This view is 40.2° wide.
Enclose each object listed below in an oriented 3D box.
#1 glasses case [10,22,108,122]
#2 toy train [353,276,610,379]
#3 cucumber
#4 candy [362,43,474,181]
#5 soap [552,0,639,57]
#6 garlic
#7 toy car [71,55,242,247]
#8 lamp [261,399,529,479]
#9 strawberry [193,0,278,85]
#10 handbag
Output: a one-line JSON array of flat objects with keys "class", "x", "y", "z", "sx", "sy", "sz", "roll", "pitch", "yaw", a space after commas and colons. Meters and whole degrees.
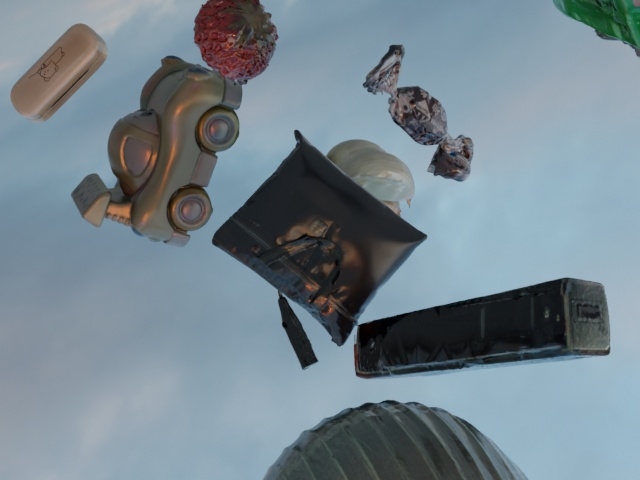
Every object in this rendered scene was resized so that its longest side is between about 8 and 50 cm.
[{"class": "glasses case", "x": -0.458, "y": -0.292, "z": 1.532, "sx": 0.196, "sy": 0.050, "sz": 0.083, "roll": -45, "pitch": -115, "yaw": 6}, {"class": "toy train", "x": 0.185, "y": 0.124, "z": 1.112, "sx": 0.089, "sy": 0.086, "sz": 0.409, "roll": 6, "pitch": 165, "yaw": -30}, {"class": "cucumber", "x": -0.053, "y": 0.166, "z": 1.657, "sx": 0.039, "sy": 0.163, "sz": 0.043, "roll": -17, "pitch": 163, "yaw": -36}, {"class": "candy", "x": 0.127, "y": -0.153, "z": 1.085, "sx": 0.051, "sy": 0.226, "sz": 0.094, "roll": -7, "pitch": -123, "yaw": 38}, {"class": "soap", "x": 0.292, "y": -0.252, "z": 0.628, "sx": 0.273, "sy": 0.098, "sz": 0.218, "roll": -33, "pitch": -152, "yaw": 3}, {"class": "garlic", "x": 0.067, "y": -0.090, "z": 1.662, "sx": 0.203, "sy": 0.281, "sz": 0.184, "roll": 7, "pitch": -135, "yaw": -23}, {"class": "toy car", "x": -0.307, "y": -0.180, "z": 1.646, "sx": 0.226, "sy": 0.336, "sz": 0.242, "roll": 15, "pitch": -169, "yaw": -26}, {"class": "lamp", "x": 0.045, "y": 0.240, "z": 0.610, "sx": 0.233, "sy": 0.265, "sz": 0.233, "roll": -1, "pitch": -126, "yaw": 1}, {"class": "strawberry", "x": -0.125, "y": -0.317, "z": 1.350, "sx": 0.086, "sy": 0.145, "sz": 0.145, "roll": -20, "pitch": -158, "yaw": 38}, {"class": "handbag", "x": 0.000, "y": 0.000, "z": 1.258, "sx": 0.211, "sy": 0.254, "sz": 0.089, "roll": -53, "pitch": -168, "yaw": -7}]
